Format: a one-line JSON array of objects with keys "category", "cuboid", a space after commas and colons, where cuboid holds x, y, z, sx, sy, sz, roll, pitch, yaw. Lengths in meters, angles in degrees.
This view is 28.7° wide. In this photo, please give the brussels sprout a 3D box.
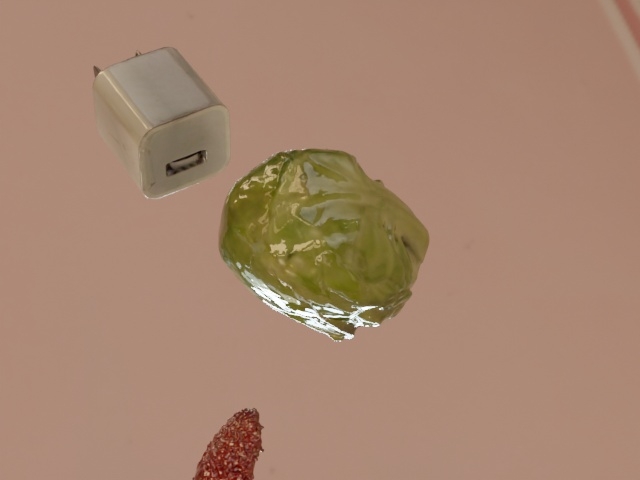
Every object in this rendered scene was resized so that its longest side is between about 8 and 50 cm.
[{"category": "brussels sprout", "cuboid": [0.000, 0.000, 1.909, 0.328, 0.328, 0.247, -11, -125, 62]}]

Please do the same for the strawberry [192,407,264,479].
[{"category": "strawberry", "cuboid": [-0.182, 0.400, 2.235, 0.167, 0.087, 0.208, -8, -106, 51]}]

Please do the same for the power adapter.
[{"category": "power adapter", "cuboid": [-0.218, -0.172, 1.597, 0.205, 0.130, 0.125, 51, -26, 35]}]
